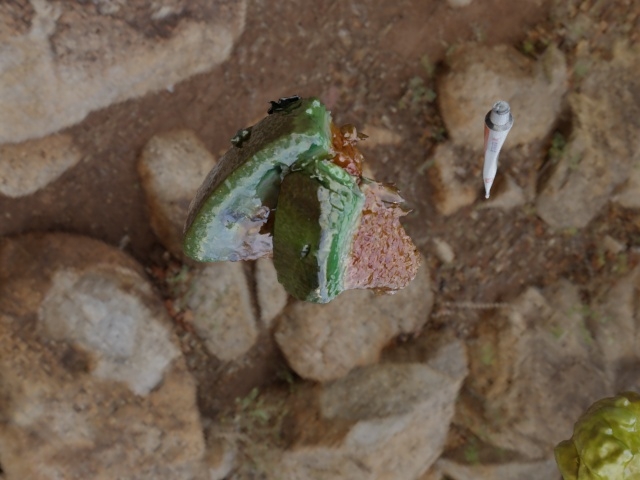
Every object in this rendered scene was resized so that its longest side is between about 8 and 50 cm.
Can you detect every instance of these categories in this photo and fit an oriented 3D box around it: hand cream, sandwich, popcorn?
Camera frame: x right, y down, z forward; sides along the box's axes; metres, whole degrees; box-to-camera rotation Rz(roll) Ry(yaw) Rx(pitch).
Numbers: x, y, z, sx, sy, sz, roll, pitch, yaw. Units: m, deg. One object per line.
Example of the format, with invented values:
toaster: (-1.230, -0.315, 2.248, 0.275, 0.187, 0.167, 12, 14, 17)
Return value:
hand cream: (0.244, -0.134, 1.396, 0.052, 0.038, 0.216, -51, 163, -17)
sandwich: (0.000, 0.000, 1.146, 0.301, 0.162, 0.250, 26, 132, -37)
popcorn: (0.419, 0.303, 1.355, 0.197, 0.197, 0.155, -38, 167, -42)
